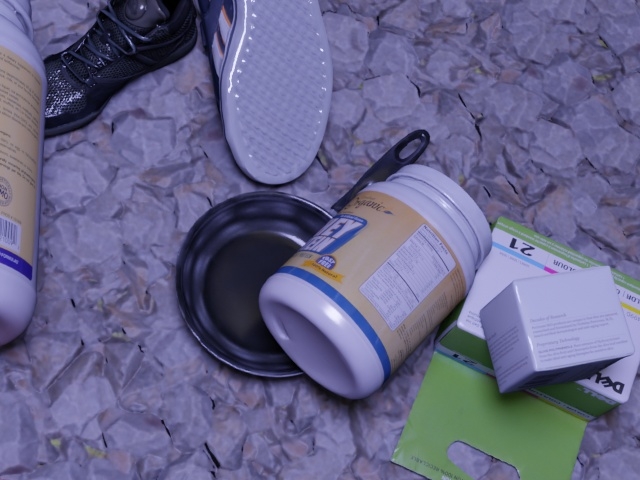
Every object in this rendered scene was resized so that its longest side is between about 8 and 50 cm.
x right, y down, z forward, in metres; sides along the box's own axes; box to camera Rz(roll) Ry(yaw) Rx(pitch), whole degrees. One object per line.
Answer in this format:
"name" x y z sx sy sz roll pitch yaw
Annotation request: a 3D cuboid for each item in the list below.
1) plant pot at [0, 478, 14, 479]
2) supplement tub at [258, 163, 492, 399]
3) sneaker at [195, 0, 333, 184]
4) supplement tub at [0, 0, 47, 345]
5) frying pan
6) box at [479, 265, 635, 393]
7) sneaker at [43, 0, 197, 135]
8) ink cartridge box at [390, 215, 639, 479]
"plant pot" -0.326 0.305 0.884 0.275 0.275 0.243 7 77 -8
"supplement tub" 0.055 0.036 1.064 0.144 0.144 0.200 43 66 7
"sneaker" -0.064 -0.222 1.209 0.126 0.127 0.321 -2 94 -24
"supplement tub" -0.374 -0.078 1.020 0.241 0.241 0.331 1 68 -10
"frying pan" -0.028 -0.010 1.161 0.197 0.053 0.326 23 65 -3
"box" 0.216 0.084 1.040 0.102 0.101 0.087 -9 72 -14
"sneaker" -0.224 -0.201 1.159 0.227 0.130 0.087 -34 77 -18
"ink cartridge box" 0.208 0.135 1.125 0.189 0.097 0.255 25 66 0
